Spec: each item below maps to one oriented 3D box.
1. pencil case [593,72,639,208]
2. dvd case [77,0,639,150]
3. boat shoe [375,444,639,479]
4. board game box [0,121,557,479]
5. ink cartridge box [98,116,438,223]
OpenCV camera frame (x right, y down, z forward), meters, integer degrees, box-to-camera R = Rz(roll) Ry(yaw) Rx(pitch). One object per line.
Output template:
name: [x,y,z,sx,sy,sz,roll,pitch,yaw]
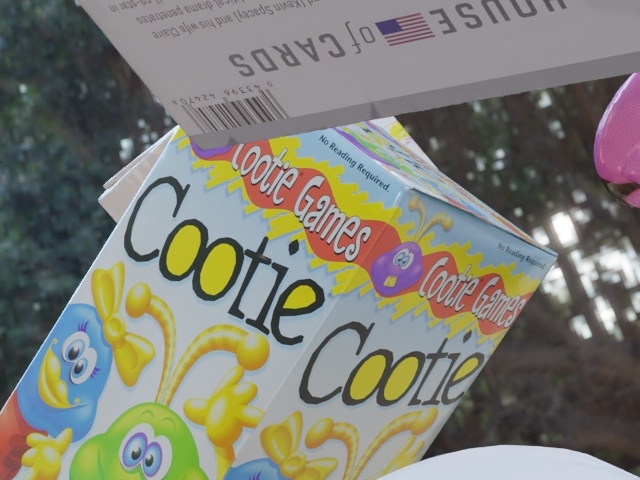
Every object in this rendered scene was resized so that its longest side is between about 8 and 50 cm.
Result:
pencil case: [0.191,0.002,0.504,0.095,0.209,0.098,-47,-31,-8]
dvd case: [-0.021,-0.120,0.393,0.179,0.029,0.238,-7,-42,34]
boat shoe: [-0.001,0.148,0.246,0.108,0.301,0.102,28,-53,5]
board game box: [-0.037,0.071,0.818,0.142,0.144,0.275,22,-77,-52]
ink cartridge box: [0.000,0.000,1.268,0.117,0.278,0.201,-37,5,47]
